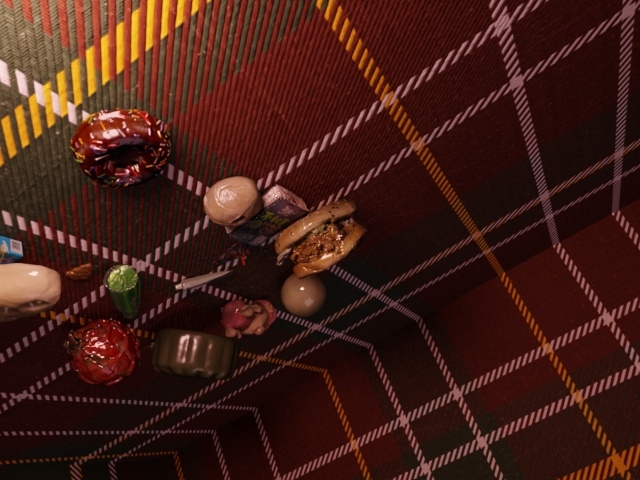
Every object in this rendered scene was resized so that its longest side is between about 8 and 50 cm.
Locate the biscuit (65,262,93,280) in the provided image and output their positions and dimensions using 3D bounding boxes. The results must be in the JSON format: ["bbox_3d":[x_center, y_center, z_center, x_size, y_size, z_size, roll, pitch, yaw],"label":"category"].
[{"bbox_3d":[-0.750,0.100,1.749,0.092,0.016,0.082,-32,151,18],"label":"biscuit"}]

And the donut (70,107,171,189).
[{"bbox_3d":[-0.471,-0.214,1.338,0.235,0.089,0.235,-18,150,-10],"label":"donut"}]

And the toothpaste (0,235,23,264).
[{"bbox_3d":[-0.901,0.003,1.418,0.065,0.050,0.267,-30,152,17],"label":"toothpaste"}]

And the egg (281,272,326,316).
[{"bbox_3d":[-0.071,0.227,2.327,0.189,0.188,0.253,-17,158,-13],"label":"egg"}]

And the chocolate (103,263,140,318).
[{"bbox_3d":[-0.661,0.188,1.892,0.110,0.110,0.291,-14,154,-19],"label":"chocolate"}]

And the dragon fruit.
[{"bbox_3d":[-0.793,0.403,2.021,0.244,0.244,0.299,-35,134,20],"label":"dragon fruit"}]

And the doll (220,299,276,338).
[{"bbox_3d":[-0.303,0.337,2.382,0.196,0.152,0.256,-21,160,22],"label":"doll"}]

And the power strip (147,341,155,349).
[{"bbox_3d":[-0.687,0.455,2.424,0.136,0.019,0.051,-1,146,-37],"label":"power strip"}]

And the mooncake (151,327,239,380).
[{"bbox_3d":[-0.519,0.477,2.295,0.352,0.187,0.351,10,164,3],"label":"mooncake"}]

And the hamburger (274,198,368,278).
[{"bbox_3d":[0.000,0.000,1.882,0.318,0.195,0.277,-32,176,16],"label":"hamburger"}]

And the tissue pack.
[{"bbox_3d":[-0.179,-0.075,1.830,0.236,0.073,0.173,-35,153,19],"label":"tissue pack"}]

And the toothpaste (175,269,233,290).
[{"bbox_3d":[-0.431,0.147,2.063,0.218,0.041,0.064,-15,163,-24],"label":"toothpaste"}]

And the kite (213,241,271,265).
[{"bbox_3d":[-0.282,0.047,2.033,0.232,0.009,0.189,-16,151,-15],"label":"kite"}]

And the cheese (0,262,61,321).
[{"bbox_3d":[-0.896,0.131,1.497,0.329,0.129,0.351,-16,159,27],"label":"cheese"}]

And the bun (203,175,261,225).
[{"bbox_3d":[-0.258,-0.105,1.670,0.173,0.113,0.166,-29,152,5],"label":"bun"}]
